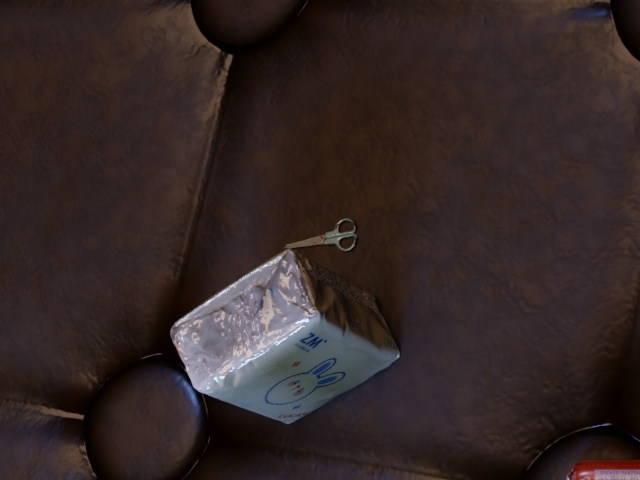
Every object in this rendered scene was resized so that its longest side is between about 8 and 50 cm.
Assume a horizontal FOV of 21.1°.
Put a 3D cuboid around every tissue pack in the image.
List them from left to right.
[{"bbox_3d":[-0.031,0.097,1.650,0.148,0.196,0.092,-33,62,15],"label":"tissue pack"}]

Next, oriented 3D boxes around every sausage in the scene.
[{"bbox_3d":[0.281,0.213,1.547,0.129,0.034,0.034,-5,72,26],"label":"sausage"}]

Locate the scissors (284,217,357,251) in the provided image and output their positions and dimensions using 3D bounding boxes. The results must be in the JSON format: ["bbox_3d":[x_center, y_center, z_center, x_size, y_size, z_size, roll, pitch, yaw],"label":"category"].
[{"bbox_3d":[0.000,0.000,1.776,0.083,0.006,0.036,-12,71,24],"label":"scissors"}]
